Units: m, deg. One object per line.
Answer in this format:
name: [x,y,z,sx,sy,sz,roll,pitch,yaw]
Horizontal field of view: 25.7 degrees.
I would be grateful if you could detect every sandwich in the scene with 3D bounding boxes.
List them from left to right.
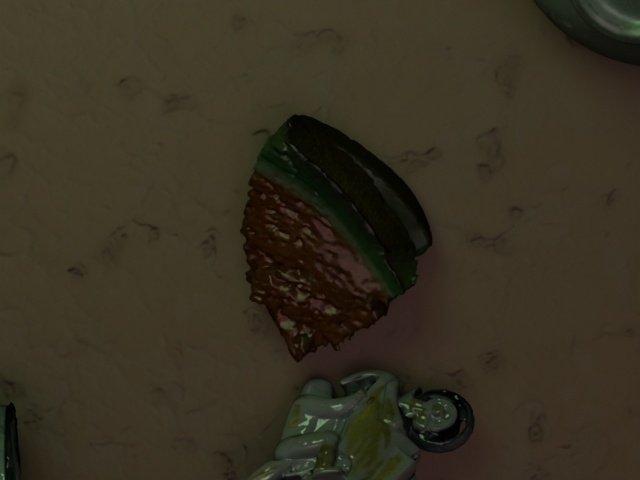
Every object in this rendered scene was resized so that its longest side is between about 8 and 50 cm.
sandwich: [-0.005,-0.007,1.226,0.160,0.109,0.185,-39,101,23]

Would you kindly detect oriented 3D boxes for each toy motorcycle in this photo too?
toy motorcycle: [0.019,0.184,1.236,0.228,0.074,0.151,-36,55,-20]

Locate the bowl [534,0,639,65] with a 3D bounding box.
bowl: [0.262,-0.237,1.097,0.313,0.146,0.313,16,135,16]

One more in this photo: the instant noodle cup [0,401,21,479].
instant noodle cup: [-0.408,0.239,1.171,0.312,0.284,0.284,-3,98,-10]
